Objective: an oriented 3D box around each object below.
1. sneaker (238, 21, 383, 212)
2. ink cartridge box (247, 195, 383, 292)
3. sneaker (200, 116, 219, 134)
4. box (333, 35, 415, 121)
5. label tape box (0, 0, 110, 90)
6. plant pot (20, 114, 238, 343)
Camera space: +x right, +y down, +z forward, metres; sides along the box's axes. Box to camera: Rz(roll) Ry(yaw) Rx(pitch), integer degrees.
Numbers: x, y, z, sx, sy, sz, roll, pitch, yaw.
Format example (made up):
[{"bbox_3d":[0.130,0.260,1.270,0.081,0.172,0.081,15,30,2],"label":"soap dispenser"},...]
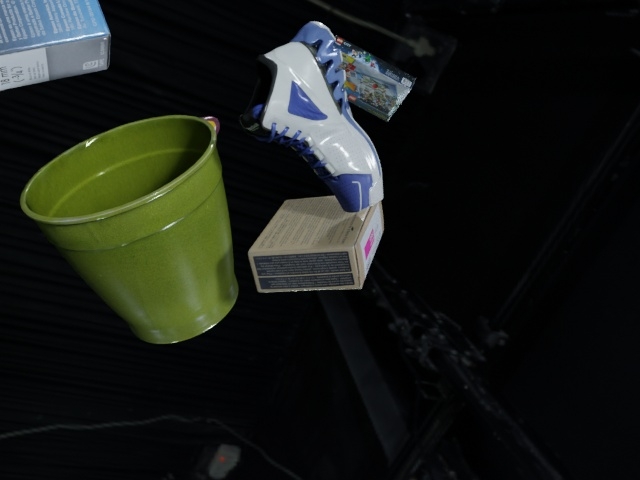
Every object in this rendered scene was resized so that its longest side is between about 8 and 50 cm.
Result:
[{"bbox_3d":[-0.033,-0.182,1.151,0.127,0.182,0.315,6,-61,65],"label":"sneaker"},{"bbox_3d":[0.000,0.000,1.259,0.234,0.193,0.088,-60,144,-60],"label":"ink cartridge box"},{"bbox_3d":[-0.304,-0.246,1.686,0.185,0.069,0.084,-41,-154,-31],"label":"sneaker"},{"bbox_3d":[0.112,-0.422,1.827,0.044,0.233,0.159,-66,-172,-27],"label":"box"},{"bbox_3d":[-0.482,-0.323,0.921,0.240,0.334,0.106,69,-22,7],"label":"label tape box"},{"bbox_3d":[-0.321,-0.001,1.352,0.366,0.367,0.353,-122,-168,-56],"label":"plant pot"}]
